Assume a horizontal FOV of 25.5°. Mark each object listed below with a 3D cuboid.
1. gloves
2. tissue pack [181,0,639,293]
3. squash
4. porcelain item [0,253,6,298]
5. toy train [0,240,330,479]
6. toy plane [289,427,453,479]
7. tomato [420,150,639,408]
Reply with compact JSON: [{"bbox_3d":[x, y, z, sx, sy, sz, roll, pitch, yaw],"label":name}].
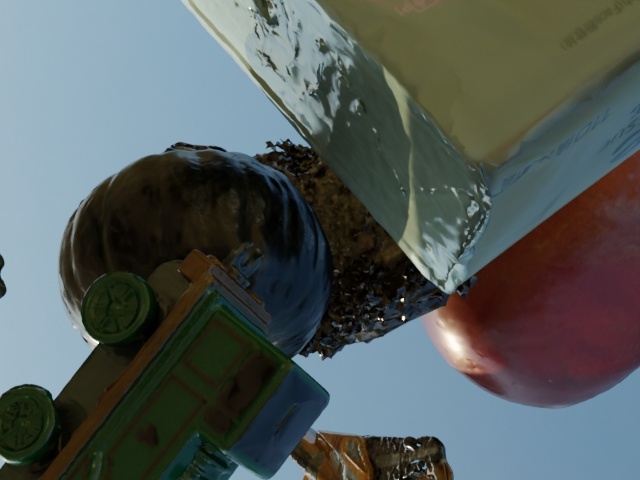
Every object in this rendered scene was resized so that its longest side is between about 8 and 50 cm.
[{"bbox_3d":[-0.001,-0.007,1.104,0.312,0.135,0.210,0,-129,24],"label":"gloves"},{"bbox_3d":[0.138,-0.215,0.910,0.405,0.205,0.332,-35,-108,-17],"label":"tissue pack"},{"bbox_3d":[-0.081,0.021,0.948,0.193,0.193,0.156,-25,-144,29],"label":"squash"},{"bbox_3d":[-0.246,-0.049,0.803,0.069,0.081,0.215,-40,-111,2],"label":"porcelain item"},{"bbox_3d":[-0.089,0.102,0.776,0.136,0.091,0.227,31,-99,30],"label":"toy train"},{"bbox_3d":[0.029,0.226,1.285,0.316,0.103,0.204,-135,-120,-71],"label":"toy plane"},{"bbox_3d":[0.230,-0.001,1.414,0.293,0.290,0.325,-98,-161,-52],"label":"tomato"}]
